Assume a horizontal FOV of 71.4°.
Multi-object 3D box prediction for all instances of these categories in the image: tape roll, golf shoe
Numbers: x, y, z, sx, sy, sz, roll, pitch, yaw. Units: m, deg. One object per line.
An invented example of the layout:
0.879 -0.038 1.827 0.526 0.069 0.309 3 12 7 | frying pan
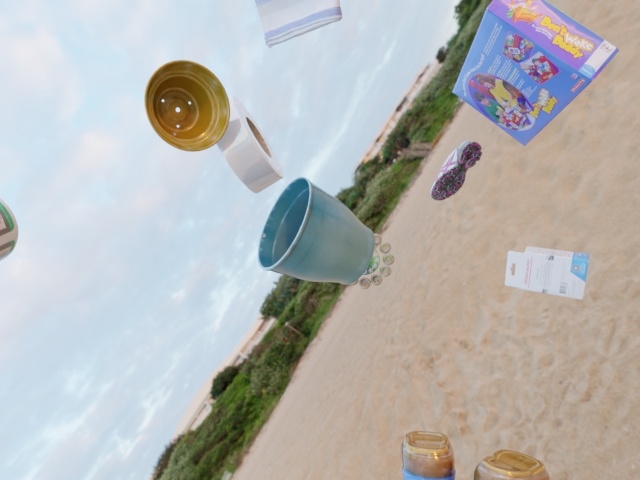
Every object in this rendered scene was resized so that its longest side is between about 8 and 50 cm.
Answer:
-0.225 -0.287 1.344 0.100 0.286 0.286 -30 -3 8 | tape roll
0.366 -0.189 1.228 0.186 0.067 0.086 -53 14 7 | golf shoe

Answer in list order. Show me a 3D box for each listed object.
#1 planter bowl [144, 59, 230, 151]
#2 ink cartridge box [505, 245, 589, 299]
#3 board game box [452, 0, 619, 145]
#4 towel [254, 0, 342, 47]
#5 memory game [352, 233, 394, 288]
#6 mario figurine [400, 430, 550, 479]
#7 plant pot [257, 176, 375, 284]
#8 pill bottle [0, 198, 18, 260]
-0.345 -0.333 1.121 0.090 0.217 0.217 13 65 51 | planter bowl
0.573 0.076 1.132 0.060 0.180 0.104 -29 -58 -52 | ink cartridge box
0.434 -0.360 0.970 0.078 0.233 0.347 -49 -9 -1 | board game box
-0.071 -0.553 0.880 0.034 0.209 0.285 -35 -62 -45 | towel
0.138 0.058 1.391 0.186 0.186 0.012 -57 -15 -11 | memory game
0.127 0.352 0.411 0.198 0.170 0.320 170 110 -65 | mario figurine
0.000 0.000 1.245 0.271 0.255 0.271 -43 34 38 | plant pot
-0.836 0.014 0.922 0.204 0.204 0.361 -60 9 15 | pill bottle
